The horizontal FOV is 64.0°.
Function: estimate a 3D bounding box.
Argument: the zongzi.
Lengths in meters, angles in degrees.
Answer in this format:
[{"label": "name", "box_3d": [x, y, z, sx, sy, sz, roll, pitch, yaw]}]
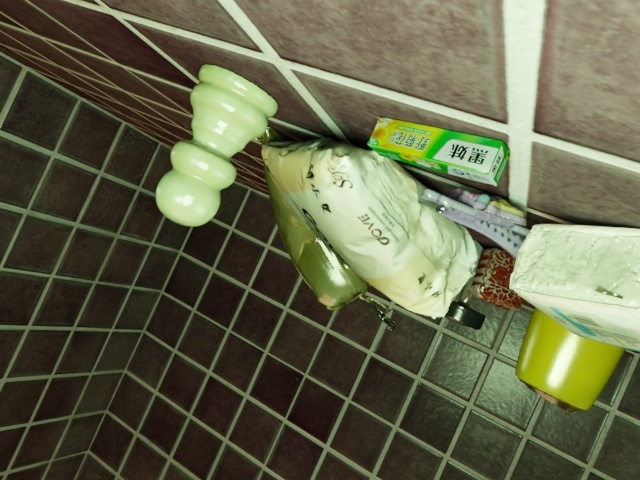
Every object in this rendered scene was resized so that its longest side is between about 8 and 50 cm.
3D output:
[{"label": "zongzi", "box_3d": [0.000, 0.000, 1.165, 0.447, 0.181, 0.418, 65, -176, 27]}]

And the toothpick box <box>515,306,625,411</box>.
[{"label": "toothpick box", "box_3d": [0.483, 0.178, 0.972, 0.174, 0.272, 0.175, 25, 179, 0]}]

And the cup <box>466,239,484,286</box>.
[{"label": "cup", "box_3d": [0.405, 0.050, 1.391, 0.128, 0.095, 0.129, 60, -168, 25]}]

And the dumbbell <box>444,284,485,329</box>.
[{"label": "dumbbell", "box_3d": [0.455, 0.148, 1.566, 0.152, 0.218, 0.152, 24, 179, 0]}]

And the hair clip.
[{"label": "hair clip", "box_3d": [0.288, -0.025, 0.826, 0.278, 0.090, 0.137, 33, -172, -23]}]

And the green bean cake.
[{"label": "green bean cake", "box_3d": [0.455, 0.096, 1.279, 0.135, 0.136, 0.056, 21, 172, -9]}]

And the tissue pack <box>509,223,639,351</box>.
[{"label": "tissue pack", "box_3d": [0.430, 0.078, 0.746, 0.201, 0.124, 0.271, 4, 163, 47]}]

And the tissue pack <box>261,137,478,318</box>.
[{"label": "tissue pack", "box_3d": [0.080, -0.058, 0.951, 0.375, 0.195, 0.390, 44, 175, -23]}]

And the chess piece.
[{"label": "chess piece", "box_3d": [-0.184, -0.142, 0.855, 0.144, 0.251, 0.144, 24, 178, 1]}]

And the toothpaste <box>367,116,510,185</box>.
[{"label": "toothpaste", "box_3d": [0.140, -0.114, 0.631, 0.178, 0.043, 0.037, 24, 176, 40]}]
